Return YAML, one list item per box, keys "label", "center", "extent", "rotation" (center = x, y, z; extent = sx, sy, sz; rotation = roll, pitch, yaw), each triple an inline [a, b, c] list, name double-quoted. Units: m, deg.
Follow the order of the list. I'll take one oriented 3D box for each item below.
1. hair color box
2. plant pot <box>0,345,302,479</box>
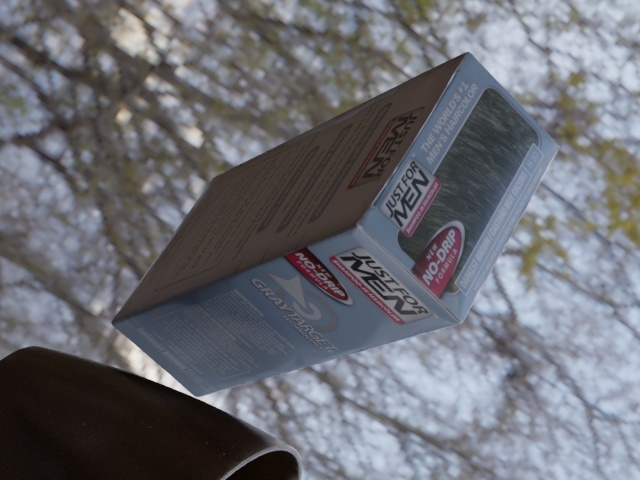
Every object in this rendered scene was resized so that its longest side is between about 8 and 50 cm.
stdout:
- label: "hair color box"
  center: [0.000, 0.000, 1.279]
  extent: [0.374, 0.113, 0.185]
  rotation: [-22, -150, 53]
- label: "plant pot"
  center: [-0.170, 0.187, 1.250]
  extent: [0.230, 0.215, 0.215]
  rotation: [34, -88, 23]
